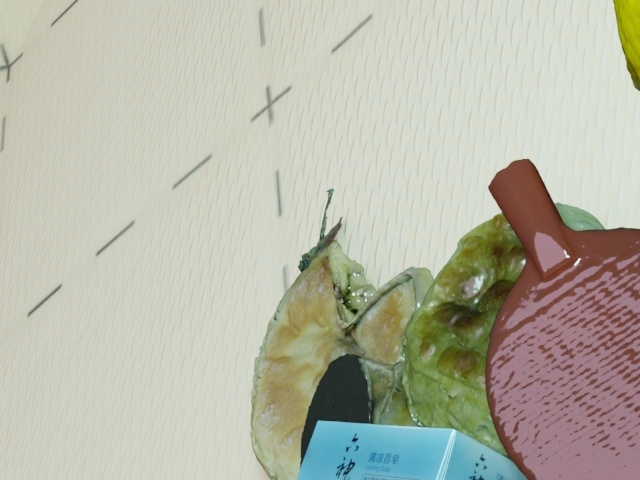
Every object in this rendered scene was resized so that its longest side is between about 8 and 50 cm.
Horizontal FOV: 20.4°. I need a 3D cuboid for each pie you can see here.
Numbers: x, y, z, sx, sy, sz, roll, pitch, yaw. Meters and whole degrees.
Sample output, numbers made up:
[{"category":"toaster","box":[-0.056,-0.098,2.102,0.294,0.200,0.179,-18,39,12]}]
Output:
[{"category":"pie","box":[0.199,0.090,1.863,0.306,0.071,0.306,-27,41,26]},{"category":"pie","box":[0.021,0.157,2.087,0.337,0.075,0.338,-32,46,40]}]

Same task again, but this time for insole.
[{"category":"insole","box":[0.016,0.279,1.967,0.110,0.012,0.310,-8,75,44]}]

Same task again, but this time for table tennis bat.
[{"category":"table tennis bat","box":[0.265,0.082,1.727,0.268,0.051,0.415,-35,51,13]}]

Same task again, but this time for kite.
[{"category":"kite","box":[0.000,0.000,2.231,0.139,0.011,0.157,-51,-22,-51]}]

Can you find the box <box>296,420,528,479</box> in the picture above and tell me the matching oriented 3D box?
[{"category":"box","box":[0.101,0.250,1.829,0.232,0.142,0.083,-7,59,53]}]

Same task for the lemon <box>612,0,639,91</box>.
[{"category":"lemon","box":[0.430,-0.230,1.580,0.387,0.350,0.350,-29,43,33]}]
